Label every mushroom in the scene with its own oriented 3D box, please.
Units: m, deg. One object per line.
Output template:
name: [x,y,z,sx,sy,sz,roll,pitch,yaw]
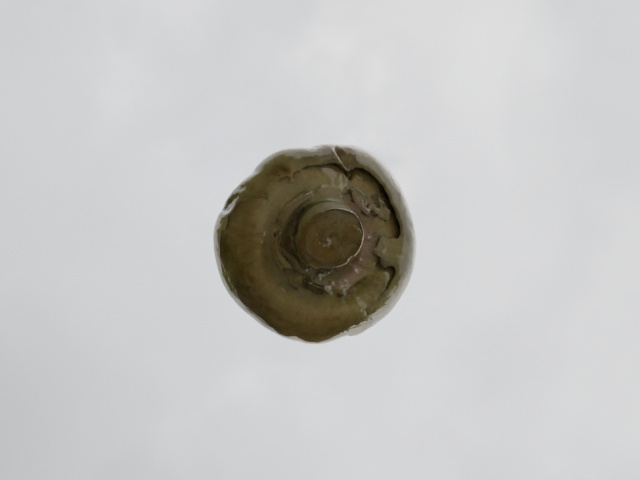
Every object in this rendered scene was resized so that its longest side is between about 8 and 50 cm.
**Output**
mushroom: [0.000,0.000,1.296,0.154,0.154,0.122,62,-17,-3]
